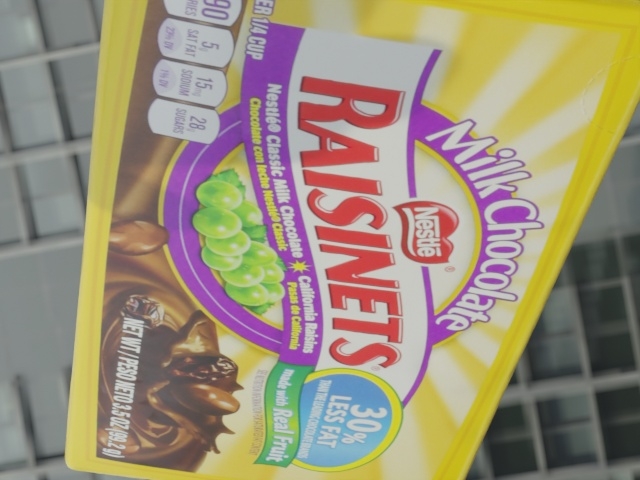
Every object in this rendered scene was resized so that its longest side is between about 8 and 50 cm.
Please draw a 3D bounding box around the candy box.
[{"bbox_3d":[0.000,0.000,0.424,0.206,0.105,0.027,104,170,-54],"label":"candy box"}]
